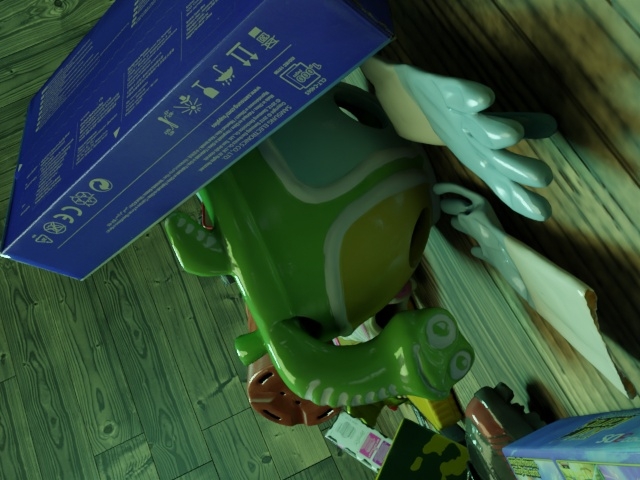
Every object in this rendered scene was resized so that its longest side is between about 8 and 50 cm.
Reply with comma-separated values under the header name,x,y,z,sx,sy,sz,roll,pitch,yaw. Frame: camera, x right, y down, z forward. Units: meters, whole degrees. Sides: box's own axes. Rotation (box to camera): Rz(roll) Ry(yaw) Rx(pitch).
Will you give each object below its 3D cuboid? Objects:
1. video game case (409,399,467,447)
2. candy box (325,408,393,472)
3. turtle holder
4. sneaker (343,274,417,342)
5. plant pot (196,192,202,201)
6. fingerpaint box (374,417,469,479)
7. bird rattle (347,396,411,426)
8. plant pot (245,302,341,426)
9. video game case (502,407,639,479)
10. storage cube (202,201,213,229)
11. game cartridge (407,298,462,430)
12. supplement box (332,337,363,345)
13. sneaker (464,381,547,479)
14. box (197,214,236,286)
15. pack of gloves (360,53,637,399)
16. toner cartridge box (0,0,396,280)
name,x,y,z,sx,sy,sz,roll,pitch,yaw
video game case,0.244,0.411,1.073,0.248,0.035,0.275,-159,45,-82
candy box,0.142,0.443,1.294,0.233,0.071,0.159,20,161,42
turtle holder,-0.008,-0.018,0.577,0.320,0.227,0.244,-126,13,-60
sneaker,0.067,0.026,0.795,0.111,0.103,0.253,20,131,48
plant pot,-0.176,-0.173,1.435,0.252,0.247,0.247,66,175,-34
fingerpaint box,0.086,0.494,0.863,0.163,0.371,0.445,24,151,13
bird rattle,0.134,0.312,1.485,0.253,0.143,0.207,1,-105,-82
plant pot,-0.044,0.236,1.392,0.265,0.272,0.273,-86,-20,-53
video game case,0.215,0.214,0.347,0.244,0.061,0.269,62,174,17
storage cube,-0.095,-0.070,1.132,0.193,0.183,0.215,76,-171,-65
game cartridge,0.110,0.121,1.036,0.324,0.052,0.285,64,175,-8
supplement box,0.047,0.116,1.241,0.111,0.113,0.220,148,98,-84
sneaker,0.171,0.262,0.596,0.098,0.135,0.276,-124,12,-68
box,-0.138,-0.031,1.521,0.216,0.270,0.060,58,172,47
pack of gloves,0.113,-0.038,0.412,0.195,0.046,0.232,55,-178,-25
toner cartridge box,-0.111,-0.117,0.466,0.075,0.347,0.165,25,-133,-39
